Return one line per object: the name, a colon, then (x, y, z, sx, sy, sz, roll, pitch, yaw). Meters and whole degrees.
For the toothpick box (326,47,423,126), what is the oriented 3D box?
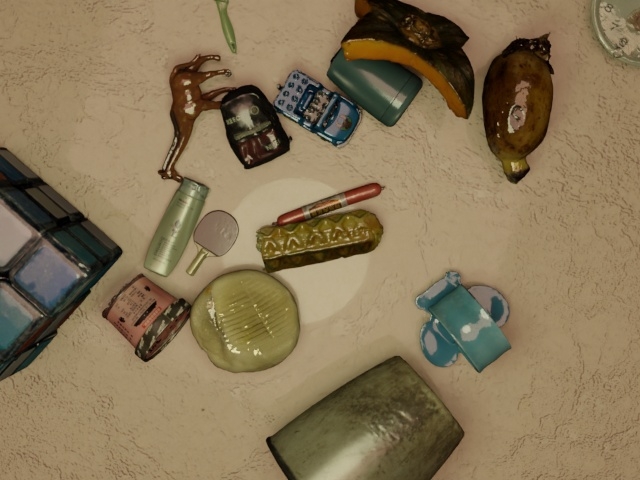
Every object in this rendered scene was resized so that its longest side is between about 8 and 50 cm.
toothpick box: (0.108, -0.331, 1.813, 0.184, 0.120, 0.120, 37, 93, 1)

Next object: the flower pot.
flower pot: (0.104, 0.419, 1.793, 0.330, 0.293, 0.293, -38, 93, -6)

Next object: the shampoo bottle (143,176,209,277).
shampoo bottle: (-0.305, -0.029, 1.862, 0.072, 0.049, 0.212, 23, 93, -2)

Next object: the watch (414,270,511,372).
watch: (0.295, 0.171, 1.810, 0.211, 0.193, 0.210, 0, 94, -3)

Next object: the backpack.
backpack: (-0.141, -0.232, 1.808, 0.120, 0.106, 0.165, -29, 115, 6)

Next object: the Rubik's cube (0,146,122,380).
Rubik's cube: (-0.642, 0.051, 1.715, 0.362, 0.363, 0.358, 41, 95, -2)

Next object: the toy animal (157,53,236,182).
toy animal: (-0.270, -0.256, 1.845, 0.230, 0.066, 0.224, -28, 113, -8)

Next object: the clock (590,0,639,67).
clock: (0.678, -0.478, 1.840, 0.237, 0.053, 0.236, 0, 93, 1)

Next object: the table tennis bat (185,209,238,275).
table tennis bat: (-0.238, 0.008, 1.884, 0.087, 0.013, 0.156, 35, 92, -3)

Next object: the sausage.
sausage: (0.017, -0.075, 1.872, 0.253, 0.034, 0.034, -19, 94, 2)

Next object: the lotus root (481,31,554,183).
lotus root: (0.399, -0.272, 1.794, 0.142, 0.169, 0.313, 6, 94, 13)

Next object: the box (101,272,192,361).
box: (-0.364, 0.154, 1.830, 0.135, 0.151, 0.151, 39, 93, 5)

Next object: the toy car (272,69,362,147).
toy car: (-0.007, -0.275, 1.823, 0.191, 0.100, 0.097, 30, 91, -5)

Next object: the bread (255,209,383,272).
bread: (0.000, -0.001, 1.848, 0.270, 0.087, 0.098, -11, 93, -1)

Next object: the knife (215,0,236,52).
knife: (-0.206, -0.494, 1.849, 0.030, 0.014, 0.207, -16, 93, 2)

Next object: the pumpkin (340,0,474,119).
pumpkin: (0.188, -0.391, 1.762, 0.290, 0.258, 0.095, 23, 131, -5)

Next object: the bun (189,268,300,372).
bun: (-0.163, 0.173, 1.839, 0.230, 0.145, 0.229, 9, 64, -18)
